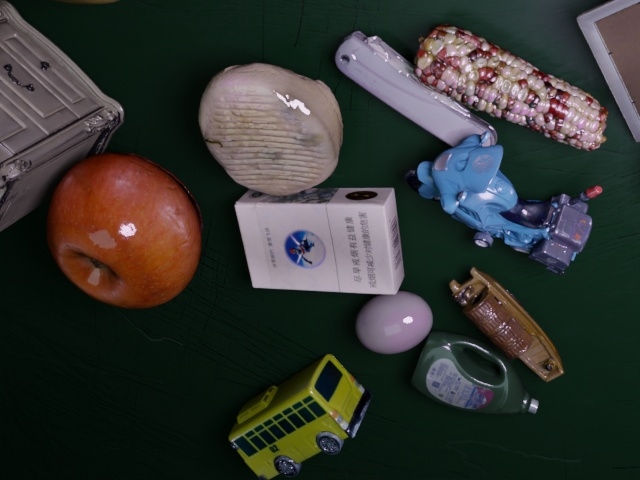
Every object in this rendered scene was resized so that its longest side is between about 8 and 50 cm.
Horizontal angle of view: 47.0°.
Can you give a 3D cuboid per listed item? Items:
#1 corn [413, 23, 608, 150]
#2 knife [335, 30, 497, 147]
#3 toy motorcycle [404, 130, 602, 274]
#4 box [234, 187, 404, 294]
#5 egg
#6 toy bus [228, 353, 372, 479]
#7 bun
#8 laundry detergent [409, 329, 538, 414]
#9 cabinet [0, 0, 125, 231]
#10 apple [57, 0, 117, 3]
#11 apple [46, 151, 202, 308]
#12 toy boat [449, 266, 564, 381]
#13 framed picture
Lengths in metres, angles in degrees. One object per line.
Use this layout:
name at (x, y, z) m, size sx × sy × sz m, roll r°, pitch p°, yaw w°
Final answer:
corn at (0.253, -0.203, 0.978) m, size 0.281 × 0.092 × 0.092 m, roll 25°, pitch 124°, yaw 6°
knife at (0.138, -0.207, 1.053) m, size 0.266 × 0.040 × 0.073 m, roll 36°, pitch 128°, yaw -1°
toy motorcycle at (0.257, -0.053, 1.030) m, size 0.272 × 0.123 × 0.182 m, roll 25°, pitch 164°, yaw -3°
box at (0.000, 0.000, 1.212) m, size 0.257 × 0.069 × 0.164 m, roll 2°, pitch 118°, yaw 21°
egg at (0.121, 0.135, 1.217) m, size 0.135 × 0.103 × 0.103 m, roll -21°, pitch 108°, yaw 28°
toy bus at (-0.047, 0.337, 1.388) m, size 0.262 × 0.128 × 0.150 m, roll -37°, pitch 99°, yaw 33°
bun at (-0.067, -0.174, 1.112) m, size 0.210 × 0.116 × 0.237 m, roll -5°, pitch 139°, yaw 20°
laundry detergent at (0.266, 0.232, 1.239) m, size 0.211 × 0.063 × 0.137 m, roll 20°, pitch 117°, yaw 11°
cabinet at (-0.548, -0.182, 1.184) m, size 0.290 × 0.318 × 0.227 m, roll 43°, pitch 125°, yaw -4°
apple at (-0.323, -0.450, 0.995) m, size 0.263 × 0.262 × 0.262 m, roll 10°, pitch 121°, yaw 17°
apple at (-0.334, -0.010, 1.244) m, size 0.252 × 0.206 × 0.271 m, roll 2°, pitch 133°, yaw 9°
toy boat at (0.294, 0.137, 1.157) m, size 0.226 × 0.088 × 0.068 m, roll 46°, pitch 124°, yaw -6°
framed picture at (0.480, -0.243, 0.857) m, size 0.293 × 0.018 × 0.231 m, roll -19°, pitch 133°, yaw 30°
